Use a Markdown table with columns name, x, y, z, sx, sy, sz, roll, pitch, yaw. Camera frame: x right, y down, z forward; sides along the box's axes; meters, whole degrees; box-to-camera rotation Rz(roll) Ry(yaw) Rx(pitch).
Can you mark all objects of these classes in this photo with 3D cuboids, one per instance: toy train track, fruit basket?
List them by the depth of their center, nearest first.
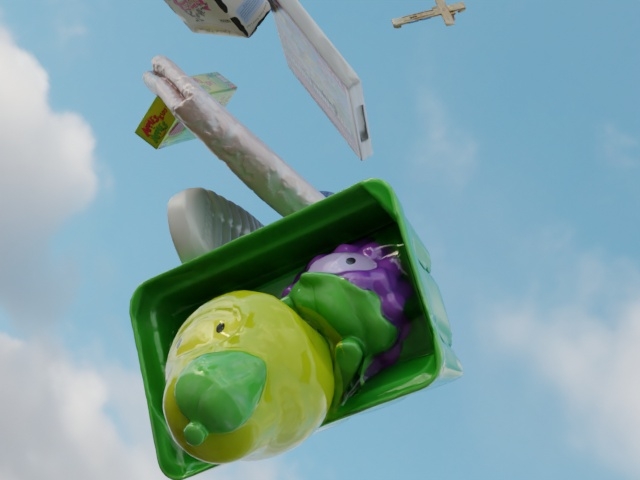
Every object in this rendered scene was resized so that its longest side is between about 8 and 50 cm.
| name | x | y | z | sx | sy | sz | roll | pitch | yaw |
| --- | --- | --- | --- | --- | --- | --- | --- | --- | --- |
| fruit basket | -0.058 | 0.112 | 1.431 | 0.392 | 0.392 | 0.282 | 127 | -46 | -57 |
| toy train track | 0.120 | -0.248 | 1.471 | 0.014 | 0.083 | 0.048 | 84 | -11 | -57 |

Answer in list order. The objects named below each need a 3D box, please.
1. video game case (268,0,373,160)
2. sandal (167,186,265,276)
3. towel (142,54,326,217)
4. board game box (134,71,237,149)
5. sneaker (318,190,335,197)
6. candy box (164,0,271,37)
| name | x | y | z | sx | sy | sz | roll | pitch | yaw |
| --- | --- | --- | --- | --- | --- | --- | --- | --- | --- |
| video game case | 0.001 | -0.242 | 1.907 | 0.204 | 0.025 | 0.285 | 53 | -6 | 17 |
| sandal | -0.121 | 0.043 | 1.745 | 0.102 | 0.169 | 0.416 | -15 | -29 | 13 |
| towel | -0.079 | -0.097 | 1.691 | 0.332 | 0.053 | 0.317 | 40 | 2 | -23 |
| board game box | -0.190 | -0.189 | 1.904 | 0.043 | 0.181 | 0.092 | 38 | -71 | 8 |
| sneaker | 0.000 | 0.000 | 2.348 | 0.081 | 0.232 | 0.090 | 10 | -61 | 4 |
| candy box | -0.195 | -0.395 | 1.899 | 0.159 | 0.071 | 0.233 | 16 | -24 | 52 |
